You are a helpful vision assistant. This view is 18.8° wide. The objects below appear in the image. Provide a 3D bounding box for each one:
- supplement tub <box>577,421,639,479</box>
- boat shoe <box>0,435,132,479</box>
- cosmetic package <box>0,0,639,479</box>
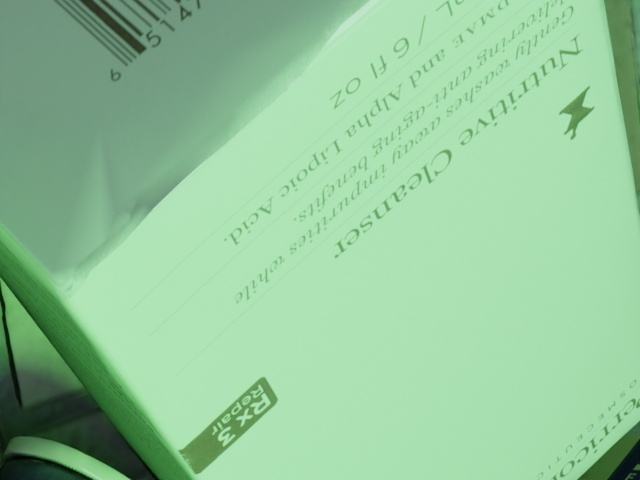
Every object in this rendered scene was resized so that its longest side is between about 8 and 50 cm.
[{"bbox_3d":[0.183,0.231,0.964,0.325,0.235,0.235,-45,120,-32],"label":"supplement tub"},{"bbox_3d":[-0.080,0.193,0.887,0.079,0.095,0.254,-52,132,-28],"label":"boat shoe"},{"bbox_3d":[0.000,0.000,0.755,0.217,0.156,0.385,-42,147,-9],"label":"cosmetic package"}]
